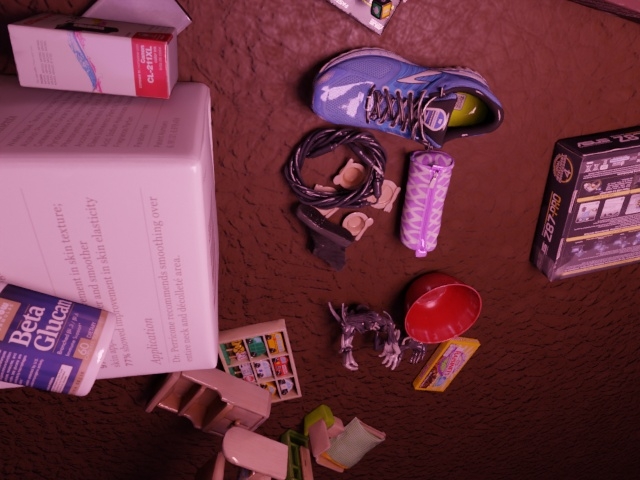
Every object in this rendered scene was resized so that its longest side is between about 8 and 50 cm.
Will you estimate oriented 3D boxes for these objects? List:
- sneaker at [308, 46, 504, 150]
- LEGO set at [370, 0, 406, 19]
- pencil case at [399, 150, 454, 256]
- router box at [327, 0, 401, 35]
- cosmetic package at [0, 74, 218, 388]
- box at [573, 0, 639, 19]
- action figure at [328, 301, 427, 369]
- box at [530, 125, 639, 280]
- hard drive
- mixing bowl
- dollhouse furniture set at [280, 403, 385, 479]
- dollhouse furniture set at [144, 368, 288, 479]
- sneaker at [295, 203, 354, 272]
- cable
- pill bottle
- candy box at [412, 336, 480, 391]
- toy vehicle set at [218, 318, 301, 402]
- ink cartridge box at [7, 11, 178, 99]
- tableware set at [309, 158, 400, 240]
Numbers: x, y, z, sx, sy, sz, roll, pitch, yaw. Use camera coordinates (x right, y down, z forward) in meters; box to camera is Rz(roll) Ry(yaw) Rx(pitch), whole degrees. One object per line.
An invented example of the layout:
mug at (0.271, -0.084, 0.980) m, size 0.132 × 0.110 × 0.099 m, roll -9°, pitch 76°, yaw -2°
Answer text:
sneaker at (0.146, -0.226, 0.692) m, size 0.329 × 0.147 × 0.130 m, roll -1°, pitch 125°, yaw -10°
LEGO set at (0.149, -0.402, 0.542) m, size 0.244 × 0.060 × 0.182 m, roll -47°, pitch 157°, yaw 4°
pencil case at (0.208, -0.076, 0.846) m, size 0.086 × 0.088 × 0.206 m, roll -5°, pitch 126°, yaw -6°
router box at (0.062, -0.378, 0.634) m, size 0.122 × 0.038 × 0.092 m, roll 20°, pitch 119°, yaw -24°
cosmetic package at (-0.352, -0.029, 0.612) m, size 0.393 × 0.327 × 0.330 m, roll -2°, pitch 124°, yaw -12°
box at (0.528, -0.390, 0.634) m, size 0.381 × 0.191 × 0.143 m, roll 6°, pitch 123°, yaw -15°
action figure at (0.125, 0.234, 1.004) m, size 0.275 × 0.141 × 0.164 m, roll 27°, pitch 153°, yaw -33°
box at (0.689, -0.089, 0.936) m, size 0.394 × 0.097 × 0.318 m, roll -12°, pitch 124°, yaw -4°
hard drive at (-0.268, -0.313, 0.618) m, size 0.135 × 0.022 × 0.094 m, roll -34°, pitch 125°, yaw 12°
mixing bowl at (0.267, 0.142, 1.004) m, size 0.181 × 0.098 × 0.182 m, roll -6°, pitch 125°, yaw -9°
dollhouse furniture set at (0.057, 0.643, 1.275) m, size 0.197 × 0.151 × 0.301 m, roll -41°, pitch 123°, yaw 17°
dollhouse furniture set at (-0.270, 0.484, 0.914) m, size 0.256 × 0.394 × 0.362 m, roll 30°, pitch 121°, yaw -19°
sneaker at (0.000, -0.002, 0.868) m, size 0.170 × 0.051 × 0.089 m, roll 29°, pitch 128°, yaw -27°
cable at (0.026, -0.128, 0.775) m, size 0.184 × 0.047 × 0.151 m, roll 6°, pitch 121°, yaw 1°
pill bottle at (-0.315, 0.098, 0.448) m, size 0.169 × 0.094 × 0.094 m, roll 23°, pitch 117°, yaw -25°
candy box at (0.351, 0.349, 1.211) m, size 0.105 × 0.027 × 0.206 m, roll 10°, pitch 122°, yaw -22°
toy vehicle set at (-0.149, 0.314, 1.073) m, size 0.165 × 0.035 × 0.267 m, roll -11°, pitch 126°, yaw -4°
ink cartridge box at (-0.285, -0.245, 0.567) m, size 0.175 × 0.127 × 0.072 m, roll 1°, pitch 123°, yaw -13°
tableware set at (0.067, -0.082, 0.853) m, size 0.168 × 0.020 × 0.141 m, roll 28°, pitch 115°, yaw -28°
